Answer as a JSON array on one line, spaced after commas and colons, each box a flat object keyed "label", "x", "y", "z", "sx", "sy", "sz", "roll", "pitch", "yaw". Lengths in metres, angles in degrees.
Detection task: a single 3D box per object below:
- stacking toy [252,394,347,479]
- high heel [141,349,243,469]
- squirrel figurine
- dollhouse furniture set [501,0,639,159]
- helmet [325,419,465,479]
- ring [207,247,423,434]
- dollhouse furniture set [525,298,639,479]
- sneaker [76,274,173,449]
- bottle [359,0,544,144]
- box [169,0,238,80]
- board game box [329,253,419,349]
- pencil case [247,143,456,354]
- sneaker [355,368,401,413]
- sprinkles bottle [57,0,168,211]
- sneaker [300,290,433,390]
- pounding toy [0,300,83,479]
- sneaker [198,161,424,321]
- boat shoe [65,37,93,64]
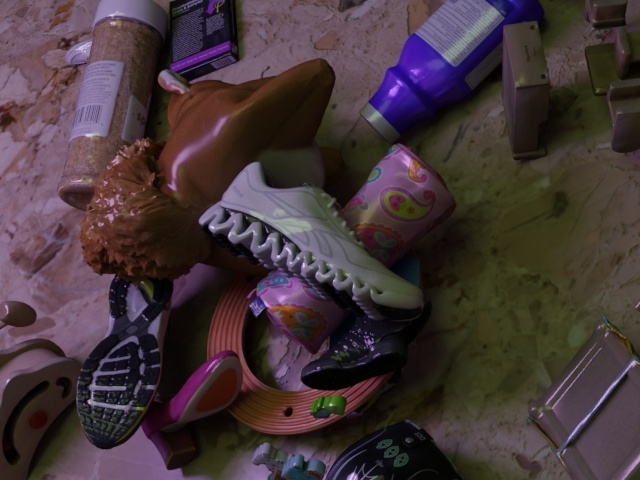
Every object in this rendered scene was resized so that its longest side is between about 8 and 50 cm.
[{"label": "stacking toy", "x": -0.037, "y": 0.299, "z": 1.489, "sx": 0.221, "sy": 0.052, "sz": 0.167, "roll": -47, "pitch": 21, "yaw": 46}, {"label": "high heel", "x": -0.179, "y": 0.197, "z": 1.646, "sx": 0.117, "sy": 0.082, "sz": 0.244, "roll": 59, "pitch": 142, "yaw": 31}, {"label": "squirrel figurine", "x": -0.169, "y": -0.105, "z": 1.681, "sx": 0.397, "sy": 0.281, "sz": 0.370, "roll": -27, "pitch": 32, "yaw": -10}, {"label": "dollhouse furniture set", "x": 0.360, "y": -0.205, "z": 1.567, "sx": 0.242, "sy": 0.161, "sz": 0.212, "roll": -7, "pitch": 61, "yaw": 4}, {"label": "helmet", "x": 0.080, "y": 0.309, "z": 1.444, "sx": 0.161, "sy": 0.169, "sz": 0.169, "roll": -39, "pitch": 51, "yaw": -13}, {"label": "ring", "x": -0.008, "y": 0.108, "z": 1.651, "sx": 0.337, "sy": 0.032, "sz": 0.336, "roll": -19, "pitch": 50, "yaw": 24}, {"label": "dollhouse furniture set", "x": 0.404, "y": 0.167, "z": 1.371, "sx": 0.301, "sy": 0.151, "sz": 0.197, "roll": -55, "pitch": 29, "yaw": 18}, {"label": "sneaker", "x": -0.259, "y": 0.174, "z": 1.701, "sx": 0.111, "sy": 0.121, "sz": 0.300, "roll": 6, "pitch": 44, "yaw": 6}, {"label": "bottle", "x": 0.176, "y": -0.254, "z": 1.702, "sx": 0.283, "sy": 0.092, "sz": 0.118, "roll": -45, "pitch": 51, "yaw": 4}, {"label": "box", "x": -0.193, "y": -0.345, "z": 2.014, "sx": 0.116, "sy": 0.029, "sz": 0.162, "roll": -18, "pitch": 60, "yaw": 22}, {"label": "board game box", "x": 0.076, "y": 0.095, "z": 1.556, "sx": 0.133, "sy": 0.033, "sz": 0.168, "roll": -21, "pitch": 44, "yaw": 28}, {"label": "pencil case", "x": 0.040, "y": 0.009, "z": 1.539, "sx": 0.284, "sy": 0.124, "sz": 0.124, "roll": -45, "pitch": 52, "yaw": 3}, {"label": "sneaker", "x": 0.068, "y": 0.186, "z": 1.584, "sx": 0.083, "sy": 0.031, "sz": 0.035, "roll": -42, "pitch": 52, "yaw": 7}, {"label": "sprinkles bottle", "x": -0.334, "y": -0.222, "z": 1.978, "sx": 0.121, "sy": 0.121, "sz": 0.355, "roll": -6, "pitch": 64, "yaw": 29}, {"label": "sneaker", "x": 0.055, "y": 0.122, "z": 1.488, "sx": 0.170, "sy": 0.051, "sz": 0.089, "roll": -18, "pitch": 46, "yaw": 24}, {"label": "pounding toy", "x": -0.456, "y": 0.215, "z": 1.828, "sx": 0.155, "sy": 0.154, "sz": 0.269, "roll": 30, "pitch": 103, "yaw": 38}, {"label": "sneaker", "x": 0.000, "y": 0.000, "z": 1.436, "sx": 0.292, "sy": 0.110, "sz": 0.118, "roll": 27, "pitch": 77, "yaw": 20}, {"label": "boat shoe", "x": -0.399, "y": -0.326, "z": 2.126, "sx": 0.100, "sy": 0.035, "sz": 0.035, "roll": -23, "pitch": 54, "yaw": 12}]
